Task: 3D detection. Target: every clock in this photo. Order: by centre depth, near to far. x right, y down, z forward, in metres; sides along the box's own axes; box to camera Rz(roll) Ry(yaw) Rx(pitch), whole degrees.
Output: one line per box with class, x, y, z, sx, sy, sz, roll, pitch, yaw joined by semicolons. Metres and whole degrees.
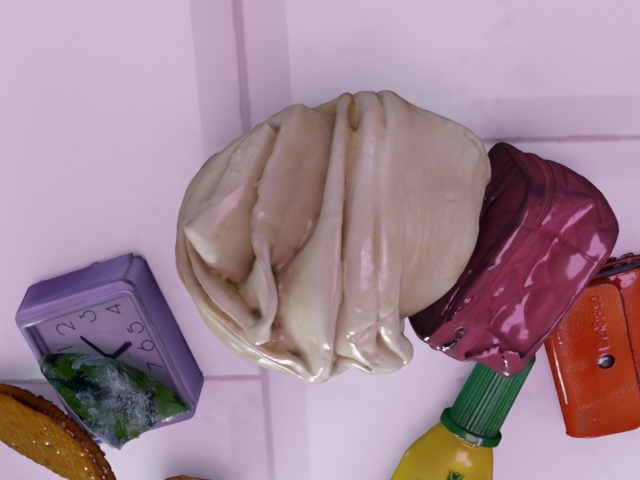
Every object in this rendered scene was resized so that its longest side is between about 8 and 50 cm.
clock;-0.233;0.123;1.111;0.144;0.073;0.193;-18;115;10

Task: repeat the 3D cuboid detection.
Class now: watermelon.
watermelon;-0.232;0.173;1.057;0.155;0.101;0.080;46;121;-10

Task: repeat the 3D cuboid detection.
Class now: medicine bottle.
medicine bottle;0.162;0.242;1.159;0.111;0.076;0.309;19;116;-9

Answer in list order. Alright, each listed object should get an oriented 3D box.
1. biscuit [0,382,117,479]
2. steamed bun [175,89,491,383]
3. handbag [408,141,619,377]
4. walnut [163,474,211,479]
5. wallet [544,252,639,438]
biscuit;-0.313;0.216;1.133;0.206;0.025;0.126;24;135;17
steamed bun;0.000;-0.003;0.927;0.289;0.203;0.276;0;90;28
handbag;0.186;0.020;1.013;0.135;0.146;0.225;26;114;-17
walnut;-0.166;0.377;1.193;0.159;0.159;0.207;6;109;-2
wallet;0.323;0.121;1.113;0.142;0.045;0.204;-15;114;9
